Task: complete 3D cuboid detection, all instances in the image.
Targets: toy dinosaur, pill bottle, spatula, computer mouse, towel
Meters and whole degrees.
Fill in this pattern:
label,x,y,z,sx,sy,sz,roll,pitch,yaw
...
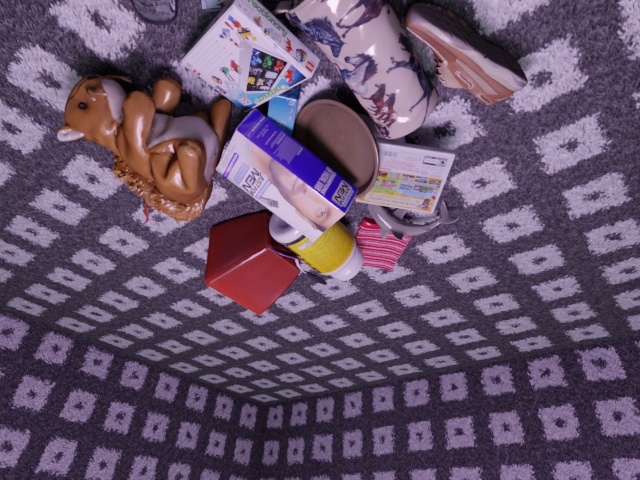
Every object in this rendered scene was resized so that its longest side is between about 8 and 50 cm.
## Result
label,x,y,z,sx,sy,sz,roll,pitch,yaw
toy dinosaur,-0.590,-0.106,1.410,0.047,0.090,0.082,-2,177,-17
pill bottle,0.000,0.000,1.384,0.188,0.188,0.334,-22,135,30
spatula,-0.062,0.089,1.366,0.084,0.030,0.296,25,168,43
computer mouse,-0.308,-0.566,0.791,0.184,0.060,0.262,-8,140,1
towel,0.218,0.022,1.521,0.198,0.031,0.275,10,143,-5

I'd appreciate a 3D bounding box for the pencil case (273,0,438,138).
label,x,y,z,sx,sy,sz,roll,pitch,yaw
pencil case,0.099,-0.390,0.872,0.183,0.160,0.410,-7,147,39

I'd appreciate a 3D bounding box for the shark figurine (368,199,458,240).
label,x,y,z,sx,sy,sz,roll,pitch,yaw
shark figurine,0.289,-0.040,1.336,0.278,0.116,0.166,5,123,7

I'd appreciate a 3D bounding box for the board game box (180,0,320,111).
label,x,y,z,sx,sy,sz,roll,pitch,yaw
board game box,-0.165,-0.390,0.892,0.193,0.053,0.305,32,163,-32

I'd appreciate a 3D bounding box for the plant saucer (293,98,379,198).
label,x,y,z,sx,sy,sz,roll,pitch,yaw
plant saucer,0.044,-0.239,1.083,0.278,0.041,0.278,28,138,28

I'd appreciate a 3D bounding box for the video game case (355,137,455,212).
label,x,y,z,sx,sy,sz,roll,pitch,yaw
video game case,0.221,-0.171,1.110,0.227,0.026,0.206,9,137,2

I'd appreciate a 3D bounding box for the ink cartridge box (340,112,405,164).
label,x,y,z,sx,sy,sz,roll,pitch,yaw
ink cartridge box,0.131,-0.240,1.143,0.139,0.082,0.191,14,140,-12

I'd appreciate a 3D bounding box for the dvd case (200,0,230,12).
label,x,y,z,sx,sy,sz,roll,pitch,yaw
dvd case,-0.205,-0.528,0.829,0.087,0.013,0.119,-14,148,-17

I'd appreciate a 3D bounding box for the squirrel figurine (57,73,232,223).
label,x,y,z,sx,sy,sz,roll,pitch,yaw
squirrel figurine,-0.464,-0.233,1.072,0.370,0.281,0.397,17,139,-6

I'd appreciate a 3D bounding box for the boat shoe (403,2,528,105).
label,x,y,z,sx,sy,sz,roll,pitch,yaw
boat shoe,0.306,-0.391,0.901,0.324,0.123,0.116,23,141,-21

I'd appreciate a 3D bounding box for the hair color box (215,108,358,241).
label,x,y,z,sx,sy,sz,roll,pitch,yaw
hair color box,-0.092,-0.162,1.092,0.339,0.110,0.185,35,143,-11

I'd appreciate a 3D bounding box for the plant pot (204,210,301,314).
label,x,y,z,sx,sy,sz,roll,pitch,yaw
plant pot,-0.217,0.056,1.446,0.235,0.267,0.267,-31,131,21

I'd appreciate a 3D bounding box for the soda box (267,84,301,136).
label,x,y,z,sx,sy,sz,roll,pitch,yaw
soda box,-0.105,-0.311,1.087,0.071,0.067,0.210,11,142,-7
